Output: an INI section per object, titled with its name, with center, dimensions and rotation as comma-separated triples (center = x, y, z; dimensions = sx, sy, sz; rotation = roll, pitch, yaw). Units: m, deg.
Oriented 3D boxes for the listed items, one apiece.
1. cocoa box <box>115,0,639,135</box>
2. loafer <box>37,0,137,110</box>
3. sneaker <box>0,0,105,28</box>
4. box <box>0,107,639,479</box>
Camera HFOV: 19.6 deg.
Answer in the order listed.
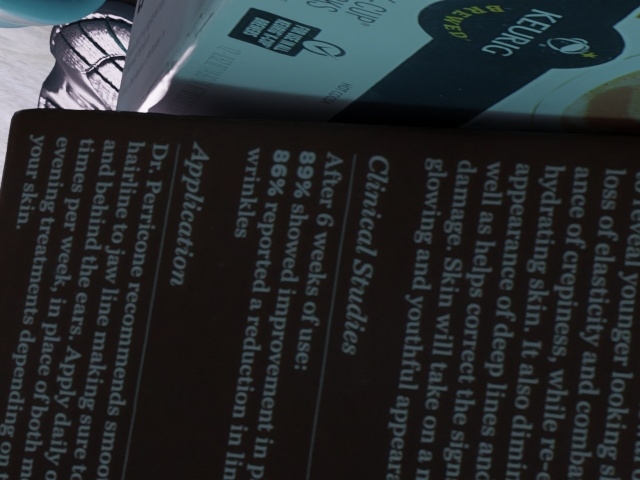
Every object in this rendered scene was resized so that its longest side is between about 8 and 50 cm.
[cocoa box]
center = 0.081, -0.144, 0.641
dimensions = 0.228, 0.231, 0.347
rotation = 13, 169, -12
[loafer]
center = -0.136, -0.134, 1.352
dimensions = 0.109, 0.095, 0.302
rotation = 44, 159, -6
[sneaker]
center = -0.300, -0.188, 1.096
dimensions = 0.319, 0.127, 0.208
rotation = 19, 165, -31
[box]
center = 0.072, 0.067, 0.620
dimensions = 0.381, 0.191, 0.143
rotation = 5, 170, 25
